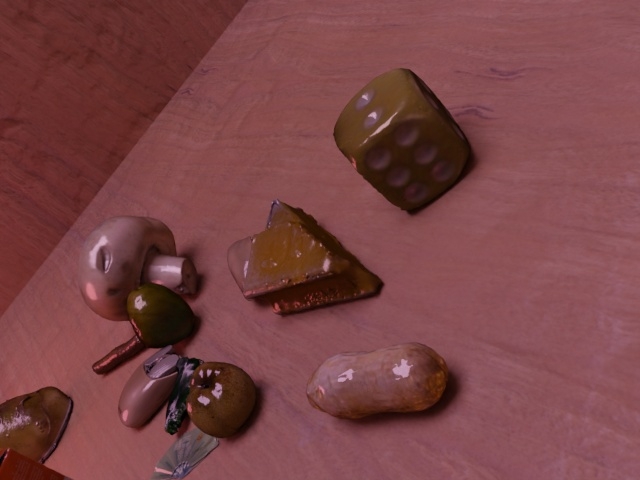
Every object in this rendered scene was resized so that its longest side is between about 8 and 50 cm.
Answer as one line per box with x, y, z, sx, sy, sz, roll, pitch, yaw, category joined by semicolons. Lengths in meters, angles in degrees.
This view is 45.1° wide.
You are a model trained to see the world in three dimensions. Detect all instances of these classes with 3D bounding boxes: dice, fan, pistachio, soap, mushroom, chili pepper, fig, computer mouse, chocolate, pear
0.189;-0.233;1.773;0.227;0.238;0.233;-39;32;19;dice
-0.325;0.510;1.835;0.240;0.009;0.131;-34;31;25;fan
-0.175;0.071;2.023;0.223;0.126;0.152;-127;46;-55;pistachio
0.000;0.000;1.829;0.339;0.169;0.304;-16;53;42;soap
-0.560;0.065;2.347;0.353;0.353;0.325;-34;49;25;mushroom
-0.343;0.389;1.942;0.108;0.062;0.216;-25;40;35;chili pepper
-0.447;0.213;2.155;0.181;0.191;0.181;-171;90;-87;fig
-0.461;0.391;2.072;0.236;0.082;0.145;-50;29;0;computer mouse
0.104;0.262;1.441;0.309;0.134;0.134;-19;42;38;chocolate
-0.227;0.358;1.748;0.167;0.136;0.167;-17;44;17;pear

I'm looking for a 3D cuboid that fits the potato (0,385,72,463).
-0.930;0.571;2.374;0.299;0.196;0.246;-51;32;-6;potato

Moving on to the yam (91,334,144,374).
-0.605;0.342;2.339;0.241;0.057;0.056;-33;34;29;yam

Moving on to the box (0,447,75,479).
-0.682;0.639;1.821;0.225;0.341;0.143;-26;37;34;box
